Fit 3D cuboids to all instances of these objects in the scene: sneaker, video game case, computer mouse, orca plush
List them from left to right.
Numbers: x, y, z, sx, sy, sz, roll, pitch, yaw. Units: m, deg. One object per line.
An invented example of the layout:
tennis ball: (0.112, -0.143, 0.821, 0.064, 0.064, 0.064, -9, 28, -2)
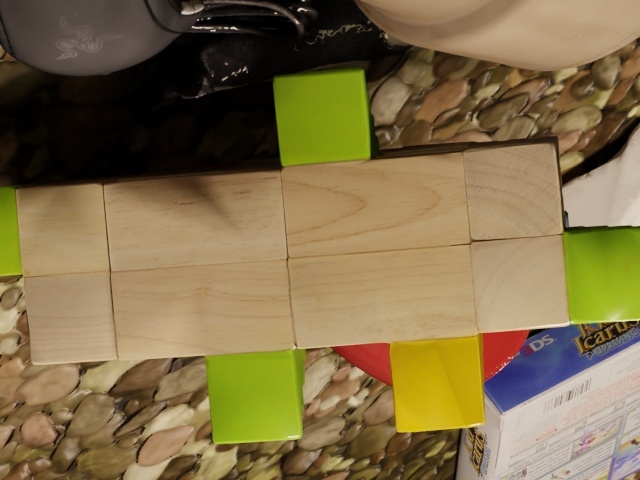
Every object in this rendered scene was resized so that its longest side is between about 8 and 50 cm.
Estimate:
computer mouse: (-0.066, -0.109, 0.925, 0.184, 0.060, 0.262, -8, 179, -3)
orca plush: (0.020, -0.156, 1.123, 0.287, 0.102, 0.151, -13, -172, -17)
video game case: (0.248, 0.144, 1.743, 0.269, 0.061, 0.244, -25, 146, -18)
sneaker: (0.257, -0.044, 1.504, 0.212, 0.080, 0.094, -30, 161, 2)

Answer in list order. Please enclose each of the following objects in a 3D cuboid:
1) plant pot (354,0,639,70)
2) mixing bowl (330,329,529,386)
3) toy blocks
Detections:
plant pot: (-0.005, -0.241, 0.775, 0.280, 0.323, 0.323, 4, 133, -27)
mixing bowl: (0.090, 0.049, 1.424, 0.181, 0.098, 0.181, -26, 148, -17)
toy blocks: (0.000, 0.000, 1.141, 0.381, 0.191, 0.261, -5, -177, 8)
